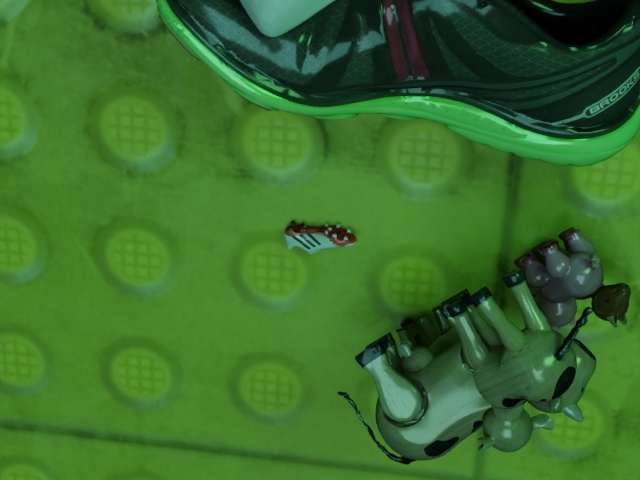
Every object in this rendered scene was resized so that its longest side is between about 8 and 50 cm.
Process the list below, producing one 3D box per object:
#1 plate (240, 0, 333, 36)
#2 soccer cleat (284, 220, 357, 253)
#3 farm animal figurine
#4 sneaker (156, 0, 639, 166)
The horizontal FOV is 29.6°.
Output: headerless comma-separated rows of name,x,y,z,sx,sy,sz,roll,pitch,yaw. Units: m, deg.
plate,-0.004,-0.361,1.037,0.278,0.045,0.277,-31,88,9
soccer cleat,0.000,0.000,1.354,0.083,0.029,0.035,6,125,10
farm animal figurine,0.178,0.130,1.207,0.327,0.330,0.172,-32,86,27
sneaker,0.086,-0.215,1.151,0.483,0.185,0.202,9,123,-7
